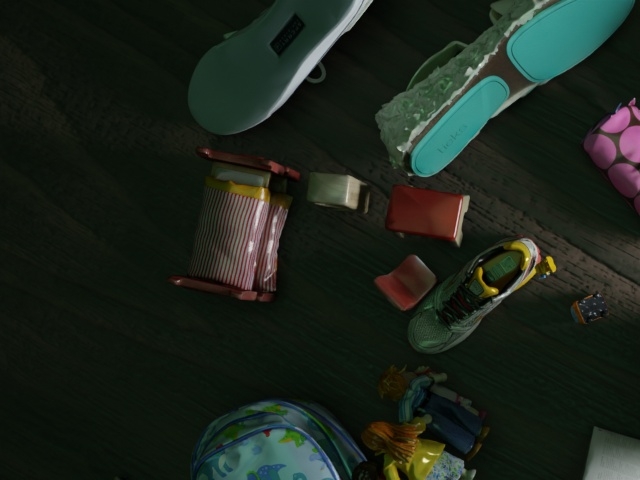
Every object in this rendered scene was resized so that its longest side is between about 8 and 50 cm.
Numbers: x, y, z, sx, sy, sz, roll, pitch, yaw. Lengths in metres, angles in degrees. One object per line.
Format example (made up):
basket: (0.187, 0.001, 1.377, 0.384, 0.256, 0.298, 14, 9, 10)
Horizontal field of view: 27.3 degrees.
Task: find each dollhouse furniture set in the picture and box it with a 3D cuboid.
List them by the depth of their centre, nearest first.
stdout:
dollhouse furniture set: (0.000, 0.000, 1.836, 0.374, 0.152, 0.201, 10, 88, 18)

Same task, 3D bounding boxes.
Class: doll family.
doll family: (0.137, 0.250, 1.762, 0.163, 0.263, 0.118, 31, 137, -3)

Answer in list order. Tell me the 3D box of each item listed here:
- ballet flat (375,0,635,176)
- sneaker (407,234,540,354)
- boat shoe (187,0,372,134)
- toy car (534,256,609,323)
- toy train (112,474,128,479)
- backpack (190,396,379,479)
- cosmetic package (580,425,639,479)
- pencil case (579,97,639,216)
ballet flat: (0.239, -0.258, 1.839, 0.409, 0.147, 0.147, -38, 80, 6)
sneaker: (0.206, 0.071, 1.838, 0.225, 0.092, 0.088, -44, 80, 6)
boat shoe: (-0.041, -0.292, 1.895, 0.136, 0.156, 0.367, 50, 125, 5)
toy car: (0.347, 0.067, 1.831, 0.122, 0.060, 0.040, 54, 142, -4)
toy train: (-0.341, 0.409, 1.956, 0.027, 0.036, 0.158, 42, 95, 11)
backpack: (-0.033, 0.386, 1.807, 0.290, 0.273, 0.356, -24, 70, 16)
cosmetic package: (0.382, 0.334, 1.713, 0.098, 0.239, 0.061, 18, 115, 12)
pencil case: (0.453, -0.089, 1.802, 0.098, 0.095, 0.209, -37, 82, -9)
